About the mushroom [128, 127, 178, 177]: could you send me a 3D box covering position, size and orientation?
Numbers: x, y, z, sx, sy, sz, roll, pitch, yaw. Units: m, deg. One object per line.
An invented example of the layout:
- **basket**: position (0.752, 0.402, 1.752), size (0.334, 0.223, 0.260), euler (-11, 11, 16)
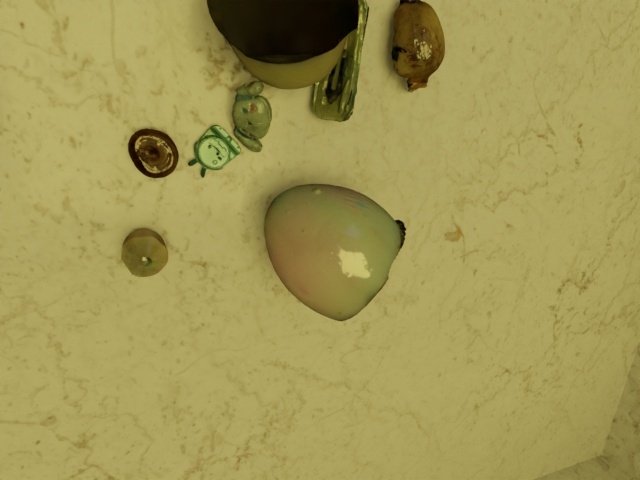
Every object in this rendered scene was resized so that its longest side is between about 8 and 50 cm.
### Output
- **mushroom**: position (-0.421, -0.218, 1.062), size (0.109, 0.085, 0.126), euler (-35, 122, -48)

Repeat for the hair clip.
- **hair clip**: position (0.057, -0.493, 1.161), size (0.091, 0.138, 0.321), euler (-25, 126, -64)

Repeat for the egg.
- **egg**: position (0.000, 0.000, 1.174), size (0.340, 0.354, 0.354), euler (33, 94, -12)

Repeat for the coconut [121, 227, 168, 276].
- **coconut**: position (-0.461, 0.035, 1.109), size (0.116, 0.122, 0.116), euler (-8, 110, -21)

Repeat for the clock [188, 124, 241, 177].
- **clock**: position (-0.289, -0.234, 1.133), size (0.135, 0.041, 0.101), euler (-46, 118, -2)

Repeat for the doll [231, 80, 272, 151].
- **doll**: position (-0.179, -0.324, 1.104), size (0.104, 0.071, 0.214), euler (21, 141, 4)

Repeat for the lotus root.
- **lotus root**: position (0.272, -0.559, 1.200), size (0.155, 0.140, 0.256), euler (-22, 109, -22)

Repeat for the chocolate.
- **chocolate**: position (-0.061, -0.519, 0.981), size (0.326, 0.297, 0.313), euler (-4, 87, 12)
